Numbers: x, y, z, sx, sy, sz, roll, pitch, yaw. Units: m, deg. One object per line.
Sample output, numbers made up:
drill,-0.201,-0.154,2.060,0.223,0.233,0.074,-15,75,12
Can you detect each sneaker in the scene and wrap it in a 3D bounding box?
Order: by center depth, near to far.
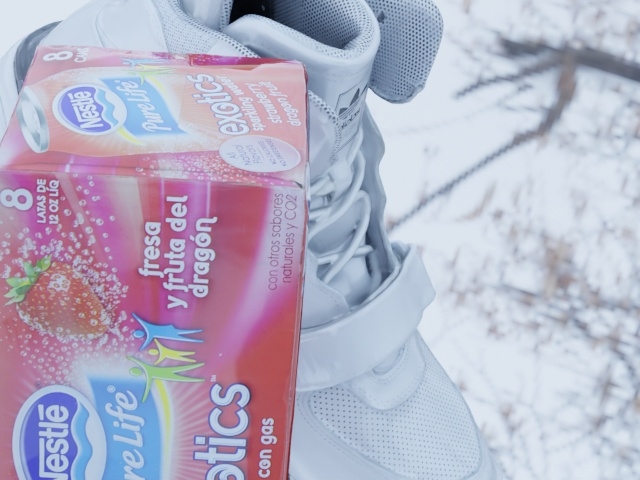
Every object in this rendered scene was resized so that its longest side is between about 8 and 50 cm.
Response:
sneaker,0.000,0.000,0.873,0.366,0.210,0.137,49,-135,-4

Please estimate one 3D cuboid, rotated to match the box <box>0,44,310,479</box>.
box,-0.072,0.058,0.737,0.123,0.256,0.128,4,-151,-2
